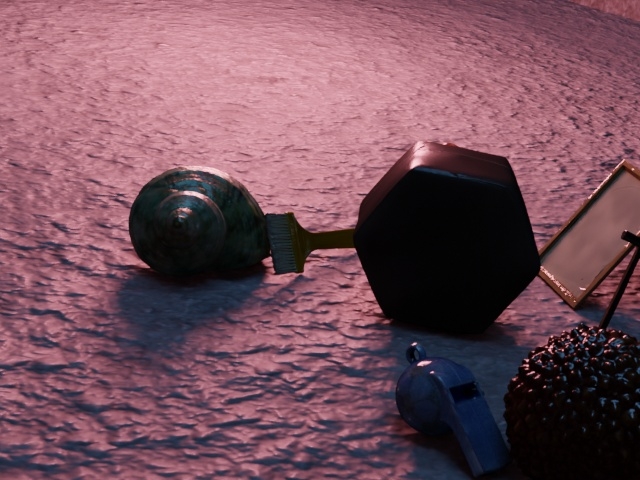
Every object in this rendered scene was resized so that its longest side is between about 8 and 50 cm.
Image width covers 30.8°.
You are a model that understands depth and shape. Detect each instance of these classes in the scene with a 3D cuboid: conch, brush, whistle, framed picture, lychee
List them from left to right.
[{"bbox_3d":[-0.154,-0.020,1.494,0.176,0.122,0.188,40,34,8],"label":"conch"},{"bbox_3d":[0.000,0.000,1.578,0.011,0.083,0.205,-16,-7,39],"label":"brush"},{"bbox_3d":[0.127,0.179,1.212,0.090,0.090,0.158,-11,70,-38],"label":"whistle"},{"bbox_3d":[0.271,0.169,1.152,0.188,0.188,0.188,8,24,-3],"label":"lychee"},{"bbox_3d":[0.386,-0.011,1.603,0.010,0.201,0.136,36,9,-31],"label":"framed picture"}]

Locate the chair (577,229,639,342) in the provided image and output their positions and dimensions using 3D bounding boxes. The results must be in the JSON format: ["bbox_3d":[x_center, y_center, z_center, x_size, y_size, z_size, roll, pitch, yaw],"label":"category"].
[{"bbox_3d":[0.460,0.104,1.349,0.260,0.154,0.141,26,-1,-11],"label":"chair"}]

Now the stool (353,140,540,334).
[{"bbox_3d":[0.157,-0.005,1.454,0.232,0.232,0.141,10,21,2],"label":"stool"}]

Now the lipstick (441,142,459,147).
[{"bbox_3d":[0.208,-0.083,1.814,0.081,0.081,0.299,10,24,1],"label":"lipstick"}]
